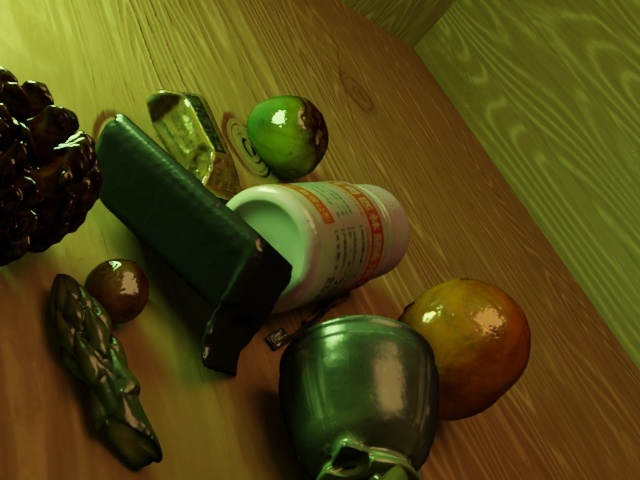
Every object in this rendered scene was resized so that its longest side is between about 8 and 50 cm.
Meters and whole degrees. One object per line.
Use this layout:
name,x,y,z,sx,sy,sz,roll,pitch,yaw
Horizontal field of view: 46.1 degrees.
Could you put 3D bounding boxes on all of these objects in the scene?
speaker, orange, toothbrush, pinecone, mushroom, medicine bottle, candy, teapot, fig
speaker,-0.214,0.003,1.149,0.388,0.184,0.180,42,-4,21
orange,0.249,0.203,1.378,0.226,0.284,0.284,50,26,24
toothbrush,-0.011,0.141,1.385,0.031,0.023,0.321,52,27,8
pinecone,-0.391,-0.092,0.941,0.246,0.246,0.292,48,8,5
mushroom,-0.282,0.058,1.062,0.088,0.072,0.129,4,28,0
medicine bottle,0.000,0.000,1.384,0.219,0.219,0.388,53,27,16
candy,-0.233,-0.176,1.446,0.271,0.101,0.143,59,23,13
teapot,0.056,0.293,1.106,0.240,0.321,0.239,2,44,-3
fig,-0.076,-0.237,1.684,0.191,0.181,0.181,26,22,17

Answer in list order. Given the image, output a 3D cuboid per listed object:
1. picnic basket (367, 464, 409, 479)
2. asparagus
picnic basket,0.122,0.426,0.899,0.291,0.254,0.321,50,37,15
asparagus,-0.277,0.149,0.932,0.080,0.080,0.287,7,44,-52
